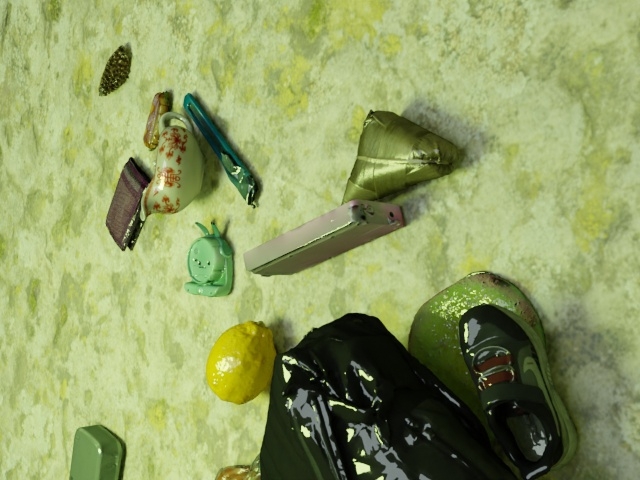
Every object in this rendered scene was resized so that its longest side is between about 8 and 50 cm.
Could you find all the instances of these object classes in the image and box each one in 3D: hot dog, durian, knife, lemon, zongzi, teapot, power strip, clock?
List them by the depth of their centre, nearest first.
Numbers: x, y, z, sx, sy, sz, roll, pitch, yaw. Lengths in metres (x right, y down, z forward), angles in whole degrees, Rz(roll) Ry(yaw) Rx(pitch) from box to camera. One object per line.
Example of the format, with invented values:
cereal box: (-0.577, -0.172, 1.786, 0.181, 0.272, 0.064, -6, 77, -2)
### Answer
zongzi: (0.105, -0.085, 1.293, 0.160, 0.078, 0.176, 35, 108, 45)
power strip: (0.000, 0.000, 1.381, 0.279, 0.109, 0.037, -25, 70, 42)
lemon: (-0.129, 0.202, 1.503, 0.114, 0.114, 0.155, 40, 113, 39)
clock: (-0.203, 0.033, 1.633, 0.101, 0.041, 0.135, 1, 90, 45)
knife: (-0.184, -0.168, 1.634, 0.296, 0.026, 0.044, 53, 135, 32)
teapot: (-0.268, -0.138, 1.653, 0.159, 0.116, 0.245, 92, 175, -50)
hot dog: (-0.317, -0.234, 1.767, 0.049, 0.037, 0.122, 30, 105, 54)
power strip: (-0.454, 0.531, 1.857, 0.194, 0.059, 0.265, 19, 103, 48)
durian: (-0.438, -0.347, 1.880, 0.066, 0.052, 0.130, 54, 125, 35)

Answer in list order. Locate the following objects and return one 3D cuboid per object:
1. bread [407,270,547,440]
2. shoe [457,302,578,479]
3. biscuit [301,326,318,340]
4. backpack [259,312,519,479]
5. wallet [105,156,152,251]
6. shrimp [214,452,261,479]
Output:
bread: (0.204, 0.157, 1.221, 0.228, 0.033, 0.228, -1, 88, 46)
shoe: (0.235, 0.187, 1.096, 0.099, 0.112, 0.227, -27, 91, 23)
biscuit: (-0.015, 0.184, 1.447, 0.089, 0.027, 0.087, -18, 76, 44)
backpack: (0.091, 0.330, 1.161, 0.446, 0.255, 0.363, 38, 135, 37)
wallet: (-0.392, -0.073, 1.837, 0.111, 0.030, 0.166, 44, 119, 36)
shrimp: (-0.130, 0.430, 1.533, 0.164, 0.062, 0.317, 45, 122, 40)
